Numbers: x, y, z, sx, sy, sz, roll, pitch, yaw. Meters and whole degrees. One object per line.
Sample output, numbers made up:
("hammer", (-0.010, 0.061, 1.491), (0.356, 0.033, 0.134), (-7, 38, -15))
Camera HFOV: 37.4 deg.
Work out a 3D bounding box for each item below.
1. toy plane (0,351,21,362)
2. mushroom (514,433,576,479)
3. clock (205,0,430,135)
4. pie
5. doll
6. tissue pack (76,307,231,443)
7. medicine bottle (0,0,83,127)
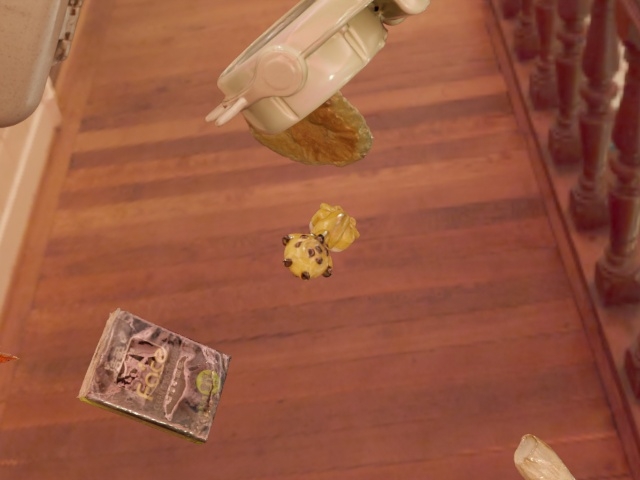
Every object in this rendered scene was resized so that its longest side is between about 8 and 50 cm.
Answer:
("toy plane", (-0.472, 0.118, 1.179), (0.135, 0.188, 0.062), (-19, 43, 49))
("mushroom", (0.318, 0.335, 1.224), (0.059, 0.202, 0.054), (-41, 12, -26))
("clock", (-0.019, -0.254, 1.285), (0.324, 0.108, 0.265), (-42, 16, -2))
("pie", (-0.034, -0.261, 2.077), (0.306, 0.306, 0.071), (5, 58, 16))
("doll", (-0.001, 0.001, 1.888), (0.117, 0.086, 0.291), (44, 29, -2))
("tissue pack", (-0.290, 0.242, 1.683), (0.235, 0.073, 0.173), (27, 64, -20))
("medicine bottle", (-0.403, -0.321, 1.062), (0.282, 0.375, 0.123), (14, 22, -20))
